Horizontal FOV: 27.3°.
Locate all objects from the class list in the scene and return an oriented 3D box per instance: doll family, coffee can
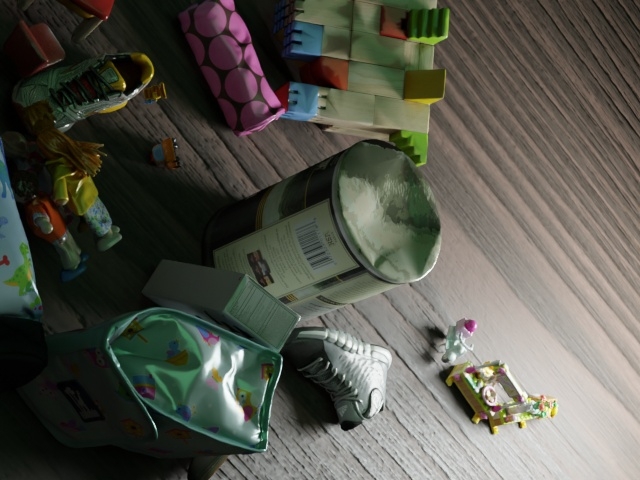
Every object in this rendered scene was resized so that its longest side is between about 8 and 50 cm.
[{"bbox_3d":[-0.306,-0.080,1.566,0.118,0.263,0.163,-29,116,-6],"label":"doll family"},{"bbox_3d":[0.000,0.000,1.826,0.201,0.275,0.202,21,59,-39],"label":"coffee can"}]

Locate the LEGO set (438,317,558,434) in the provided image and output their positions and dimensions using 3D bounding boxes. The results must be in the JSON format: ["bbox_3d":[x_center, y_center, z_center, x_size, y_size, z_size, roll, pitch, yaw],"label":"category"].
[{"bbox_3d":[0.319,0.246,2.175,0.287,0.107,0.132,38,49,-29],"label":"LEGO set"}]

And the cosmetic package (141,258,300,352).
[{"bbox_3d":[-0.132,0.082,1.682,0.099,0.239,0.060,41,73,-26],"label":"cosmetic package"}]

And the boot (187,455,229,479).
[{"bbox_3d":[-0.151,0.224,1.734,0.106,0.082,0.219,38,42,-10],"label":"boot"}]

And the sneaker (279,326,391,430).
[{"bbox_3d":[0.023,0.205,1.905,0.228,0.086,0.132,18,63,-41],"label":"sneaker"}]

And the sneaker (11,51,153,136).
[{"bbox_3d":[-0.311,-0.204,1.731,0.225,0.092,0.088,-34,98,-47],"label":"sneaker"}]

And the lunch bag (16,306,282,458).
[{"bbox_3d":[-0.215,0.169,1.565,0.262,0.223,0.160,24,66,-39],"label":"lunch bag"}]

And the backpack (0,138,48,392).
[{"bbox_3d":[-0.452,-0.014,1.412,0.290,0.273,0.356,-5,64,-40],"label":"backpack"}]

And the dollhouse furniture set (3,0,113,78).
[{"bbox_3d":[-0.422,-0.347,1.609,0.374,0.152,0.201,30,53,-26],"label":"dollhouse furniture set"}]

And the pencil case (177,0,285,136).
[{"bbox_3d":[-0.126,-0.261,1.955,0.209,0.095,0.098,67,26,-3],"label":"pencil case"}]

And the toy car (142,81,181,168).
[{"bbox_3d":[-0.224,-0.156,1.830,0.040,0.060,0.122,-13,98,-4],"label":"toy car"}]

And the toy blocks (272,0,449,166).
[{"bbox_3d":[0.043,-0.320,2.092,0.260,0.190,0.382,7,82,-21],"label":"toy blocks"}]
